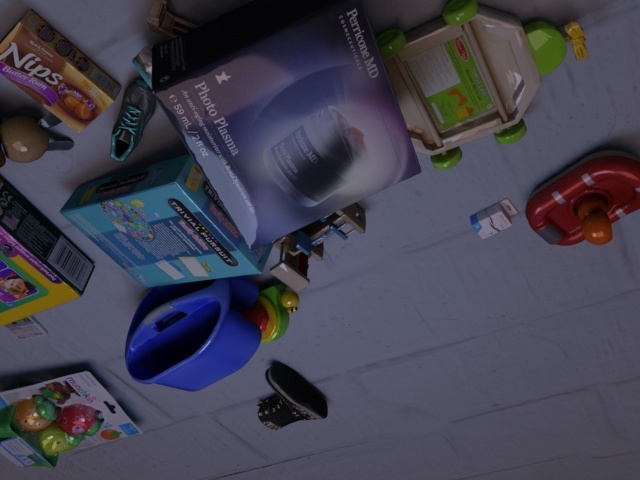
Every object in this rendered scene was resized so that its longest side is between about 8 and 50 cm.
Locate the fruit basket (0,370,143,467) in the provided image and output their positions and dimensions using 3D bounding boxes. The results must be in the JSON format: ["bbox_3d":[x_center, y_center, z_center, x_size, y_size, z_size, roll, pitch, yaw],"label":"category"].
[{"bbox_3d":[-0.728,0.507,1.779,0.353,0.165,0.327,-11,132,9],"label":"fruit basket"}]

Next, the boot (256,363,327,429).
[{"bbox_3d":[-0.114,0.431,1.722,0.179,0.085,0.236,-26,127,28],"label":"boot"}]

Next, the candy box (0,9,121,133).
[{"bbox_3d":[-0.450,-0.282,1.088,0.109,0.053,0.187,-30,126,28],"label":"candy box"}]

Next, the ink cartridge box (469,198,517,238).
[{"bbox_3d":[0.349,-0.043,1.282,0.083,0.028,0.048,-30,125,27],"label":"ink cartridge box"}]

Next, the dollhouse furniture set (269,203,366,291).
[{"bbox_3d":[0.000,0.000,1.237,0.129,0.183,0.129,-33,123,30],"label":"dollhouse furniture set"}]

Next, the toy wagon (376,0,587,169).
[{"bbox_3d":[0.253,-0.267,1.050,0.345,0.068,0.267,-21,129,20],"label":"toy wagon"}]

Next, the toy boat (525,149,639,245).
[{"bbox_3d":[0.502,-0.054,1.178,0.151,0.151,0.231,34,127,-26],"label":"toy boat"}]

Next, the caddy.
[{"bbox_3d":[-0.285,0.179,1.377,0.341,0.241,0.179,-32,138,28],"label":"caddy"}]

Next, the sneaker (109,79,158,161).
[{"bbox_3d":[-0.335,-0.206,1.136,0.065,0.076,0.166,19,132,-15],"label":"sneaker"}]

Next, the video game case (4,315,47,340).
[{"bbox_3d":[-0.751,0.203,1.594,0.087,0.011,0.122,-12,132,15],"label":"video game case"}]

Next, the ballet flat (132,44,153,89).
[{"bbox_3d":[-0.159,-0.196,1.123,0.147,0.146,0.409,-18,133,19],"label":"ballet flat"}]

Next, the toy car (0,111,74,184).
[{"bbox_3d":[-0.549,-0.193,1.154,0.189,0.148,0.155,-14,146,-22],"label":"toy car"}]

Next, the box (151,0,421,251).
[{"bbox_3d":[-0.046,-0.190,0.941,0.294,0.182,0.296,-26,127,3],"label":"box"}]

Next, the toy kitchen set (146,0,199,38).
[{"bbox_3d":[-0.223,-0.356,0.998,0.075,0.083,0.068,19,90,-14],"label":"toy kitchen set"}]

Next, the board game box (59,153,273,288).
[{"bbox_3d":[-0.299,-0.024,1.243,0.336,0.079,0.253,-9,135,35],"label":"board game box"}]

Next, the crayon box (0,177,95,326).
[{"bbox_3d":[-0.728,0.018,1.354,0.313,0.106,0.363,-19,129,21],"label":"crayon box"}]

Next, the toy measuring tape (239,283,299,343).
[{"bbox_3d":[-0.180,0.202,1.482,0.330,0.121,0.121,-26,127,25],"label":"toy measuring tape"}]
